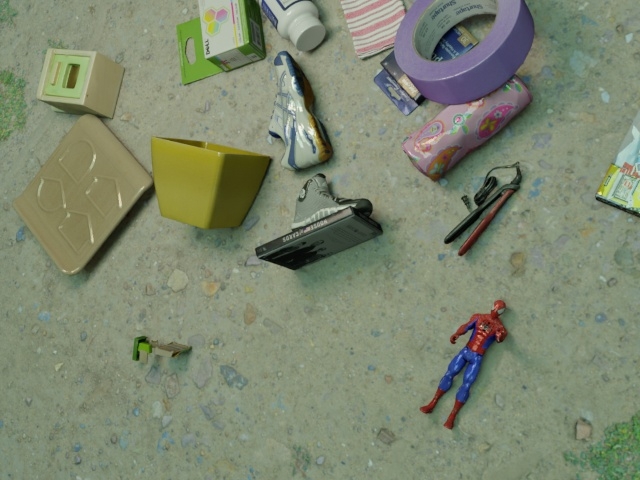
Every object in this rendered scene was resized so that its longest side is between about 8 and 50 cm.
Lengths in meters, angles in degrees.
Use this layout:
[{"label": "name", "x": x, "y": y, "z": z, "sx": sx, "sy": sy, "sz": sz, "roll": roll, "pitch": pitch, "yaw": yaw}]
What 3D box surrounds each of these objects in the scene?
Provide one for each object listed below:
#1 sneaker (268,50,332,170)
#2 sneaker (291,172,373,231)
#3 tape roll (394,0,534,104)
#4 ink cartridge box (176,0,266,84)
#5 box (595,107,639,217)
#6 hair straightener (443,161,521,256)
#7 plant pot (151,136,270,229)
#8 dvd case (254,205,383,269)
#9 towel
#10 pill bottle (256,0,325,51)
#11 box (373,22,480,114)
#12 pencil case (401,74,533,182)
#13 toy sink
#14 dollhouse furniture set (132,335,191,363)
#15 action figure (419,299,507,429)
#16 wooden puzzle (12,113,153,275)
[{"label": "sneaker", "x": -0.079, "y": -0.309, "z": 1.649, "sx": 0.130, "sy": 0.112, "sz": 0.297, "roll": -23, "pitch": 73, "yaw": 20}, {"label": "sneaker", "x": 0.019, "y": -0.098, "z": 1.568, "sx": 0.228, "sy": 0.086, "sz": 0.132, "roll": -15, "pitch": 67, "yaw": 40}, {"label": "tape roll", "x": 0.292, "y": -0.421, "z": 1.427, "sx": 0.274, "sy": 0.090, "sz": 0.275, "roll": -19, "pitch": 55, "yaw": 29}, {"label": "ink cartridge box", "x": -0.282, "y": -0.532, "z": 1.782, "sx": 0.255, "sy": 0.097, "sz": 0.189, "roll": -13, "pitch": 77, "yaw": 21}, {"label": "box", "x": 0.658, "y": -0.155, "z": 1.333, "sx": 0.159, "sy": 0.044, "sz": 0.233, "roll": 28, "pitch": 94, "yaw": 25}, {"label": "hair straightener", "x": 0.336, "y": -0.080, "z": 1.462, "sx": 0.089, "sy": 0.047, "sz": 0.230, "roll": 41, "pitch": 99, "yaw": 23}, {"label": "plant pot", "x": -0.276, "y": -0.135, "z": 1.667, "sx": 0.212, "sy": 0.212, "sz": 0.187, "roll": 16, "pitch": 101, "yaw": 25}, {"label": "dvd case", "x": 0.000, "y": 0.000, "z": 1.526, "sx": 0.238, "sy": 0.179, "sz": 0.030, "roll": -24, "pitch": 70, "yaw": 19}, {"label": "towel", "x": 0.127, "y": -0.540, "z": 1.639, "sx": 0.144, "sy": 0.029, "sz": 0.197, "roll": -21, "pitch": 74, "yaw": 19}, {"label": "pill bottle", "x": -0.070, "y": -0.555, "z": 1.683, "sx": 0.112, "sy": 0.112, "sz": 0.187, "roll": -37, "pitch": 69, "yaw": 14}, {"label": "box", "x": 0.233, "y": -0.406, "z": 1.568, "sx": 0.225, "sy": 0.036, "sz": 0.136, "roll": -44, "pitch": 67, "yaw": 13}, {"label": "pencil case", "x": 0.307, "y": -0.252, "z": 1.462, "sx": 0.284, "sy": 0.124, "sz": 0.124, "roll": -40, "pitch": 68, "yaw": 13}, {"label": "toy sink", "x": -0.692, "y": -0.441, "z": 1.930, "sx": 0.234, "sy": 0.131, "sz": 0.153, "roll": 12, "pitch": 86, "yaw": 26}, {"label": "dollhouse furniture set", "x": -0.402, "y": 0.283, "z": 1.724, "sx": 0.151, "sy": 0.076, "sz": 0.059, "roll": 9, "pitch": 98, "yaw": 27}, {"label": "action figure", "x": 0.292, "y": 0.241, "z": 1.387, "sx": 0.091, "sy": 0.139, "sz": 0.281, "roll": 29, "pitch": 92, "yaw": 24}, {"label": "wooden puzzle", "x": -0.644, "y": -0.125, "z": 1.894, "sx": 0.348, "sy": 0.080, "sz": 0.322, "roll": -47, "pitch": 67, "yaw": 5}]
